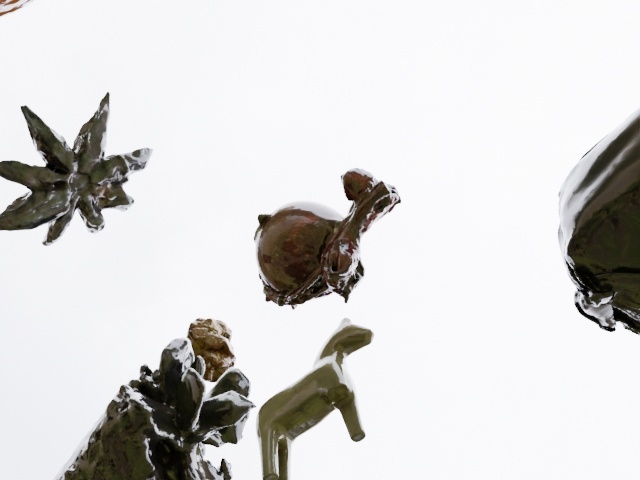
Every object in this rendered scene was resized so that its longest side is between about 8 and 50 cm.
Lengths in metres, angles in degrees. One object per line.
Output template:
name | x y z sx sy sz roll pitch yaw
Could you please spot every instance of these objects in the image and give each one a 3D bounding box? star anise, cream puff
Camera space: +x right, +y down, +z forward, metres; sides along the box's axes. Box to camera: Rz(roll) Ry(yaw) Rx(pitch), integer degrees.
star anise | -0.282 -0.076 0.906 0.061 0.205 0.180 26 -61 50
cream puff | -0.191 0.192 1.376 0.094 0.122 0.115 9 -100 -4

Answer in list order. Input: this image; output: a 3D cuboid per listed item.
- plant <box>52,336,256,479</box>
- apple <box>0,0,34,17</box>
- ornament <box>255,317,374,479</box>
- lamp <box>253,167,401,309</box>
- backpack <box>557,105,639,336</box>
plant | -0.187 0.264 0.940 0.188 0.199 0.276 38 -94 -4
apple | -0.185 -0.192 0.358 0.188 0.188 0.174 -58 -142 11
ornament | -0.002 0.234 1.219 0.230 0.061 0.245 -37 -152 11
lamp | 0.004 0.004 1.168 0.223 0.151 0.215 8 -109 31
backpack | 0.528 0.027 0.999 0.363 0.446 0.255 -44 -165 21
